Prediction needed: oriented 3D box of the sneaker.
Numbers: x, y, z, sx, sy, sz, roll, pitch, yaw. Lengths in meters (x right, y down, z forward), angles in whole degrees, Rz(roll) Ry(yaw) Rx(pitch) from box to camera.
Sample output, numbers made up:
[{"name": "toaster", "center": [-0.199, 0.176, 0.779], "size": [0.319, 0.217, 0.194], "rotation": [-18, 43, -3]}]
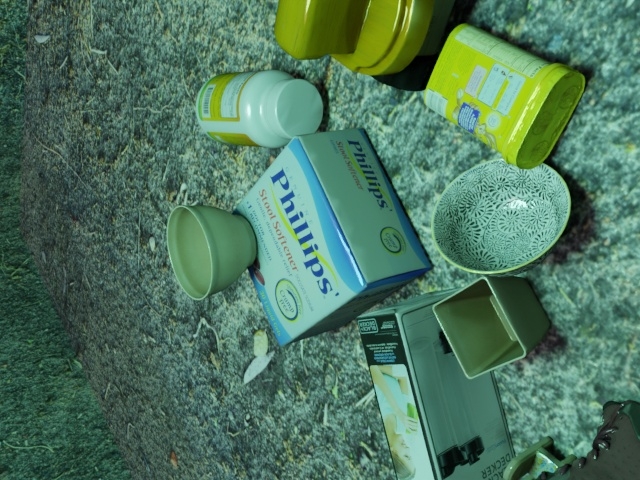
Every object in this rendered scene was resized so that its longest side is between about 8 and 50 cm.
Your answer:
[{"name": "sneaker", "center": [0.309, 0.270, 0.741], "size": [0.282, 0.106, 0.162], "rotation": [-8, 51, 20]}]

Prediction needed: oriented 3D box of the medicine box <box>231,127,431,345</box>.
[{"name": "medicine box", "center": [0.000, 0.000, 1.074], "size": [0.289, 0.149, 0.263], "rotation": [-43, 67, 50]}]

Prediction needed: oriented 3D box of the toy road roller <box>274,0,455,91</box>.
[{"name": "toy road roller", "center": [0.023, -0.349, 0.857], "size": [0.329, 0.241, 0.202], "rotation": [46, 133, 34]}]

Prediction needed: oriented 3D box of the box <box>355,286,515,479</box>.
[{"name": "box", "center": [0.170, 0.226, 0.910], "size": [0.087, 0.169, 0.289], "rotation": [-15, 87, 51]}]

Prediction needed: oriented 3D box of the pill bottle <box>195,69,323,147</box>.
[{"name": "pill bottle", "center": [-0.110, -0.238, 1.152], "size": [0.246, 0.136, 0.136], "rotation": [14, 112, 49]}]

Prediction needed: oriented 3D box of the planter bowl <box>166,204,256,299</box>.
[{"name": "planter bowl", "center": [-0.179, 0.012, 1.095], "size": [0.162, 0.109, 0.162], "rotation": [21, 117, 49]}]

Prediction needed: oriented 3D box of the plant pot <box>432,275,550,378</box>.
[{"name": "plant pot", "center": [0.235, 0.105, 0.844], "size": [0.109, 0.096, 0.109], "rotation": [-42, 68, 49]}]

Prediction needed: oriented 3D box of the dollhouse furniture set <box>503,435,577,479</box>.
[{"name": "dollhouse furniture set", "center": [0.299, 0.423, 0.806], "size": [0.212, 0.161, 0.242], "rotation": [36, 127, 41]}]

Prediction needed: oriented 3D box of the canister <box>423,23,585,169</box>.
[{"name": "canister", "center": [0.219, -0.183, 0.789], "size": [0.170, 0.073, 0.126], "rotation": [45, 124, 38]}]

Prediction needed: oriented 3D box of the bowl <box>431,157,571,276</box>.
[{"name": "bowl", "center": [0.233, -0.015, 0.802], "size": [0.170, 0.080, 0.170], "rotation": [-17, 52, 22]}]
